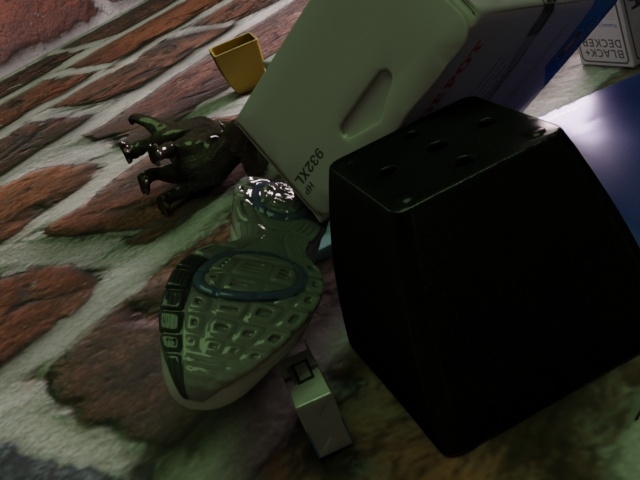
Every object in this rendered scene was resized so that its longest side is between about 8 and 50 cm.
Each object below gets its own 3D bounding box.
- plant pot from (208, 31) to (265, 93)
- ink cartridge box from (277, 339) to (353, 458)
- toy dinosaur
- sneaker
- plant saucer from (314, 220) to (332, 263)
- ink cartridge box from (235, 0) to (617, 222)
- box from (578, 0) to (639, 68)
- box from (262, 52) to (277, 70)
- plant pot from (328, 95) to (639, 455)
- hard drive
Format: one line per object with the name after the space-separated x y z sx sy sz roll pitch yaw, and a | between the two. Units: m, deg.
-0.138 -0.304 1.517 0.081 0.083 0.081 -24 25 -4 | plant pot
-0.007 0.114 0.638 0.028 0.048 0.083 -24 24 -4 | ink cartridge box
-0.172 -0.119 1.187 0.160 0.120 0.314 -21 18 -26 | toy dinosaur
-0.053 0.054 0.708 0.111 0.129 0.297 16 26 5 | sneaker
0.000 0.000 0.893 0.192 0.018 0.067 -25 26 -9 | plant saucer
0.104 -0.165 0.788 0.307 0.129 0.223 -24 -22 -51 | ink cartridge box
0.356 -0.367 1.014 0.169 0.289 0.087 -34 26 -20 | box
0.055 -0.231 1.183 0.182 0.119 0.181 -38 29 -30 | box
0.107 0.005 0.627 0.188 0.166 0.188 -27 27 -9 | plant pot
0.306 -0.069 0.758 0.210 0.040 0.318 -24 26 -3 | hard drive
